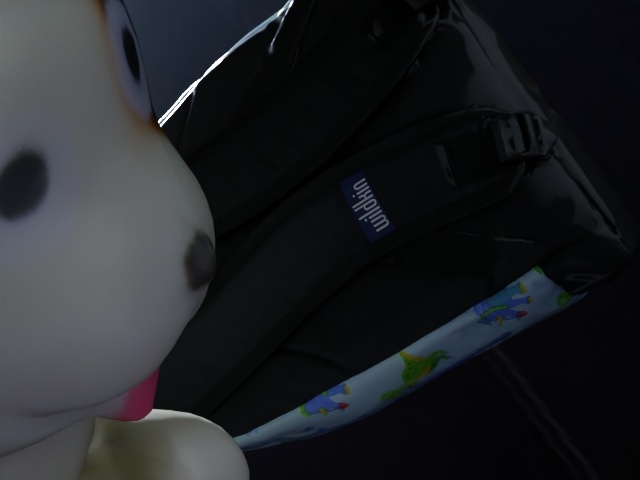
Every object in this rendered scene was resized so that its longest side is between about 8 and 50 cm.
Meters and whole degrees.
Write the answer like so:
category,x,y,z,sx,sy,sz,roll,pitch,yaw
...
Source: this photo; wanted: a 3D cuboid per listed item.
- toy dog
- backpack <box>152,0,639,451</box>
category,x,y,z,sx,sy,sz,roll,pitch,yaw
toy dog,-0.201,0.044,0.518,0.395,0.408,0.284,46,-148,4
backpack,0.000,0.000,0.900,0.290,0.355,0.273,56,-170,16
